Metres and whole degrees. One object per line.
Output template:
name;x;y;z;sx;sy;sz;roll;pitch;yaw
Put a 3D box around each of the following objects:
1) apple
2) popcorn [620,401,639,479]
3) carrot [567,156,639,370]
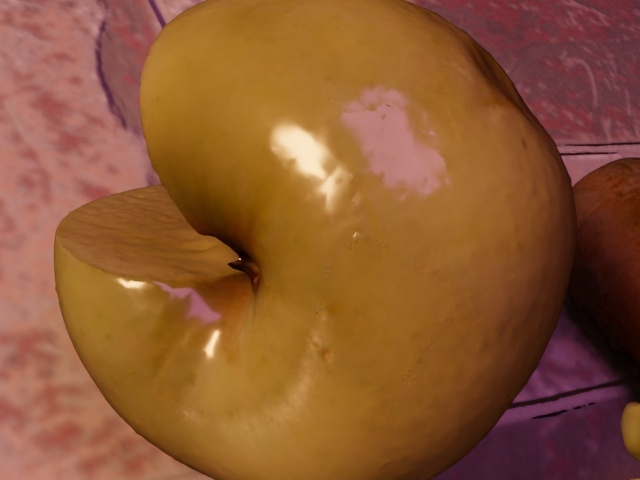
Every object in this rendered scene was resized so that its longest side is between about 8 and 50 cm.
apple;0.000;0.000;0.581;0.292;0.292;0.254;47;29;17
popcorn;0.279;0.202;0.585;0.293;0.237;0.293;17;47;-19
carrot;0.304;0.066;0.812;0.138;0.139;0.302;-11;57;-37
